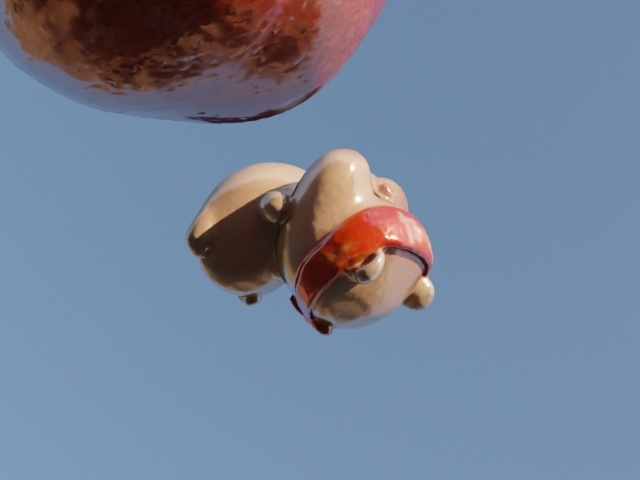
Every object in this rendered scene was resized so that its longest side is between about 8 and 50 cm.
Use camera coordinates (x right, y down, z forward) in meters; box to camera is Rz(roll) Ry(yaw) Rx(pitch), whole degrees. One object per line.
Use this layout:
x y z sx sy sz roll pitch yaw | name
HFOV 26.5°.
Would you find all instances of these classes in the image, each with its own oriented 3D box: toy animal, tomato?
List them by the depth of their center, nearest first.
-0.096 -0.236 0.858 0.290 0.293 0.325 -40 -117 38 | tomato
0.000 0.000 1.193 0.198 0.171 0.171 12 -64 24 | toy animal
